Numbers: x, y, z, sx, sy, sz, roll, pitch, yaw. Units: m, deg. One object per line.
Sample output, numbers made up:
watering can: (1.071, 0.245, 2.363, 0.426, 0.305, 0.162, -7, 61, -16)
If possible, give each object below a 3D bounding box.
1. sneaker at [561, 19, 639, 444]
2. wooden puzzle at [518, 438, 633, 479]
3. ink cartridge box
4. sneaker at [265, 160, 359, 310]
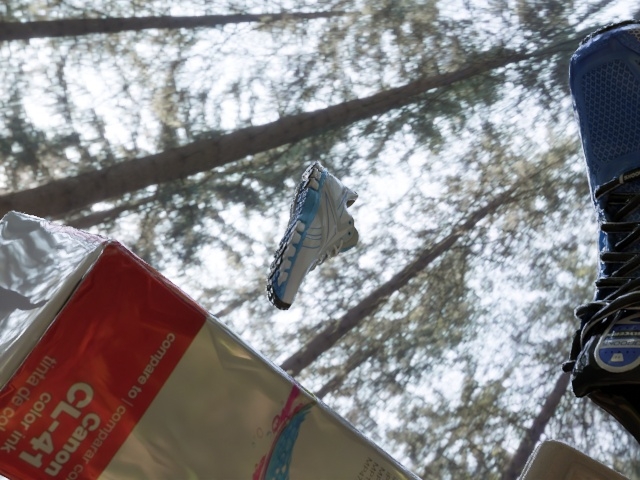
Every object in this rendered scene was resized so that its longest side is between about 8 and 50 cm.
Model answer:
sneaker: (0.212, 0.026, 0.475, 0.130, 0.147, 0.329, -32, -108, 56)
wooden puzzle: (0.245, 0.317, 0.691, 0.239, 0.044, 0.221, 27, -105, 19)
ink cartridge box: (-0.096, 0.125, 0.548, 0.306, 0.131, 0.226, 45, -20, -28)
sneaker: (0.000, 0.000, 0.916, 0.083, 0.190, 0.071, 27, -34, -11)
